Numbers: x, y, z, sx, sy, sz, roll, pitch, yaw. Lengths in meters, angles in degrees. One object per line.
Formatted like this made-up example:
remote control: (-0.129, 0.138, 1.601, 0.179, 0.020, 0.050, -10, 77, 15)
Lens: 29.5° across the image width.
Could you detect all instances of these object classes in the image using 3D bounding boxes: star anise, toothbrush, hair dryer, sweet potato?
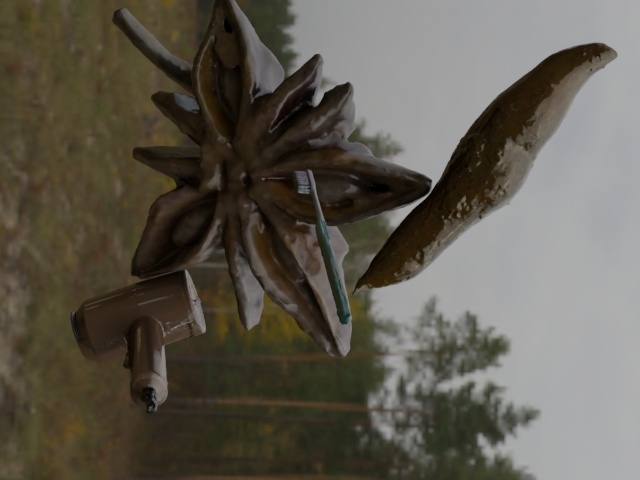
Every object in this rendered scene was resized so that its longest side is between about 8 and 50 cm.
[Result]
star anise: (-0.058, -0.067, 1.070, 0.109, 0.350, 0.292, 3, 102, -62)
toothbrush: (0.000, 0.000, 0.820, 0.167, 0.014, 0.011, -106, -157, -51)
hair dryer: (-0.159, 0.097, 1.072, 0.181, 0.117, 0.064, -110, -177, -63)
sweet potato: (0.125, -0.052, 0.950, 0.274, 0.067, 0.067, -49, -166, 11)
